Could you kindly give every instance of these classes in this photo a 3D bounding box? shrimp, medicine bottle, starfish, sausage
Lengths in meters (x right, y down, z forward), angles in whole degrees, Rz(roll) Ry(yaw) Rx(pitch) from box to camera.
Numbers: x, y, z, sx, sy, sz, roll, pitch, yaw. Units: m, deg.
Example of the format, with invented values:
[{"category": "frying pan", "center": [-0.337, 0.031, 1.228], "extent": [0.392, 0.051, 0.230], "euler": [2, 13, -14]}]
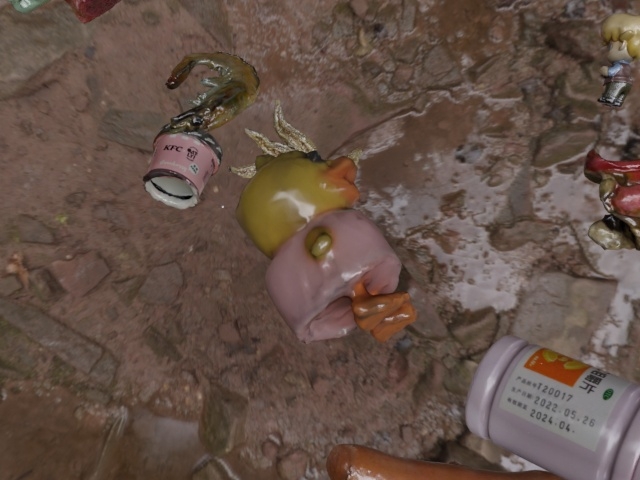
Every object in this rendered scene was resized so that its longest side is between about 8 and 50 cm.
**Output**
[{"category": "shrimp", "center": [-0.224, -0.298, 1.478], "extent": [0.173, 0.058, 0.253], "euler": [45, 52, 10]}, {"category": "medicine bottle", "center": [0.299, 0.208, 0.848], "extent": [0.133, 0.249, 0.133], "euler": [-25, 126, -41]}, {"category": "starfish", "center": [-0.076, -0.171, 1.802], "extent": [0.293, 0.084, 0.302], "euler": [33, 76, -20]}, {"category": "sausage", "center": [0.162, 0.306, 0.930], "extent": [0.326, 0.079, 0.087], "euler": [12, 130, -15]}]

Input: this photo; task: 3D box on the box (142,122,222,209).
[{"category": "box", "center": [-0.300, -0.152, 1.616], "extent": [0.151, 0.151, 0.135], "euler": [22, 56, -8]}]

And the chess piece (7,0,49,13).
[{"category": "chess piece", "center": [-0.201, -0.348, 0.737], "extent": [0.299, 0.194, 0.195], "euler": [-33, 96, -2]}]

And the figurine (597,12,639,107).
[{"category": "figurine", "center": [0.637, -0.384, 1.615], "extent": [0.114, 0.108, 0.196], "euler": [8, 101, -38]}]

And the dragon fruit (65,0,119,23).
[{"category": "dragon fruit", "center": [-0.402, -0.505, 1.338], "extent": [0.161, 0.126, 0.274], "euler": [44, 54, -12]}]

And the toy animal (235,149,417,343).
[{"category": "toy animal", "center": [-0.004, 0.000, 0.939], "extent": [0.169, 0.195, 0.281], "euler": [-26, 68, 7]}]

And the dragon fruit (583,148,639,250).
[{"category": "dragon fruit", "center": [0.324, -0.061, 0.626], "extent": [0.211, 0.262, 0.134], "euler": [-18, 99, 9]}]
